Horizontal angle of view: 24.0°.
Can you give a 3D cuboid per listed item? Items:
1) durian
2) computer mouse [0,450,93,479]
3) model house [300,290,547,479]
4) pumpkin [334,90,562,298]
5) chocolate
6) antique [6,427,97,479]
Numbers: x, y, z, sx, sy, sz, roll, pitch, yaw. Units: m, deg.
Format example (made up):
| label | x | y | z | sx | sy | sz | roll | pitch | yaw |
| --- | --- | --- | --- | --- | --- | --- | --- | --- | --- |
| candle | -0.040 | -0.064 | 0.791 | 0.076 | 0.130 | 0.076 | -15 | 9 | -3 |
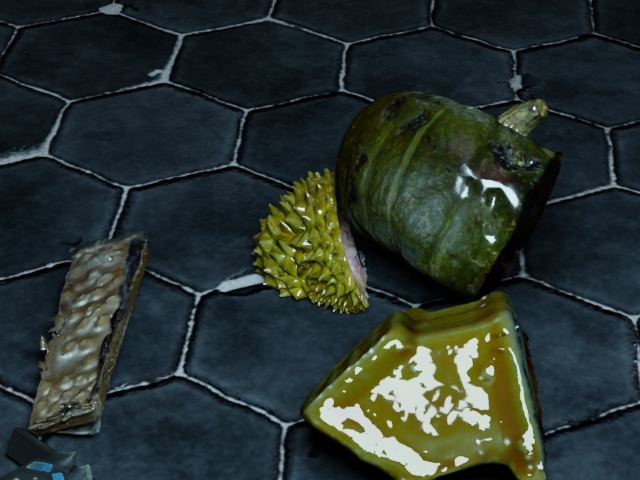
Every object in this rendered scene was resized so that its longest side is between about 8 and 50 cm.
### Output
| label | x | y | z | sx | sy | sz | roll | pitch | yaw |
| --- | --- | --- | --- | --- | --- | --- | --- | --- | --- |
| durian | 0.001 | -0.002 | 1.794 | 0.132 | 0.165 | 0.182 | 24 | 62 | -22 |
| computer mouse | -0.279 | 0.256 | 1.456 | 0.135 | 0.047 | 0.079 | -36 | 48 | -28 |
| model house | 0.104 | 0.158 | 1.545 | 0.239 | 0.173 | 0.268 | -10 | 4 | 5 |
| pumpkin | 0.142 | -0.084 | 1.701 | 0.232 | 0.242 | 0.325 | 34 | 2 | -3 |
| chocolate | -0.252 | 0.101 | 1.673 | 0.102 | 0.065 | 0.329 | -14 | 32 | 12 |
| antique | -0.243 | 0.242 | 1.493 | 0.192 | 0.031 | 0.015 | 28 | 12 | 32 |
